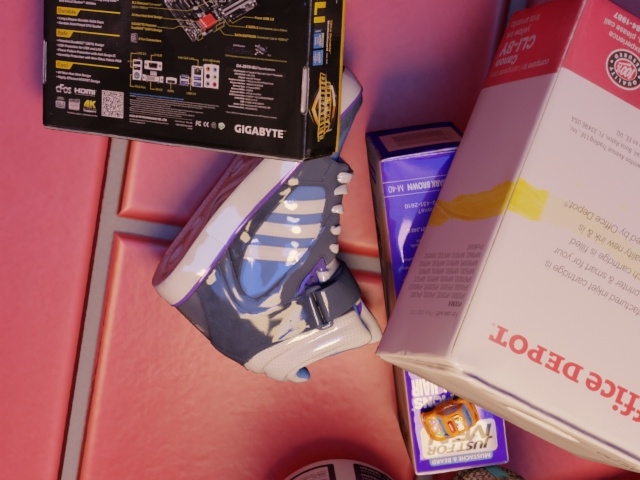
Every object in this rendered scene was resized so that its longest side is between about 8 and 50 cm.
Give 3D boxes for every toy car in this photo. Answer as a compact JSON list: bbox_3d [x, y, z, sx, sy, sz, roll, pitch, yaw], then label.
[{"bbox_3d":[0.128,0.146,1.729,0.060,0.040,0.122,-7,103,-1],"label":"toy car"}]

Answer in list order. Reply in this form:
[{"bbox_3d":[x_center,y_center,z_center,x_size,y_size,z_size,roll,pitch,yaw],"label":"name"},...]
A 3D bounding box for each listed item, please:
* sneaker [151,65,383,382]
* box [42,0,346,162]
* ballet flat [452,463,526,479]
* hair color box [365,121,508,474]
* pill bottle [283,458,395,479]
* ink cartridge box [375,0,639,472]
[{"bbox_3d":[0.000,0.000,1.843,0.236,0.130,0.323,38,95,-17],"label":"sneaker"},{"bbox_3d":[-0.132,-0.224,1.729,0.322,0.079,0.257,8,101,27],"label":"box"},{"bbox_3d":[0.178,0.459,1.854,0.164,0.182,0.483,-3,109,-14],"label":"ballet flat"},{"bbox_3d":[0.121,0.057,1.825,0.110,0.185,0.339,-9,102,-1],"label":"hair color box"},{"bbox_3d":[0.024,0.344,1.810,0.181,0.323,0.182,-1,102,-3],"label":"pill bottle"},{"bbox_3d":[0.260,-0.002,1.665,0.279,0.160,0.385,27,78,-22],"label":"ink cartridge box"}]
